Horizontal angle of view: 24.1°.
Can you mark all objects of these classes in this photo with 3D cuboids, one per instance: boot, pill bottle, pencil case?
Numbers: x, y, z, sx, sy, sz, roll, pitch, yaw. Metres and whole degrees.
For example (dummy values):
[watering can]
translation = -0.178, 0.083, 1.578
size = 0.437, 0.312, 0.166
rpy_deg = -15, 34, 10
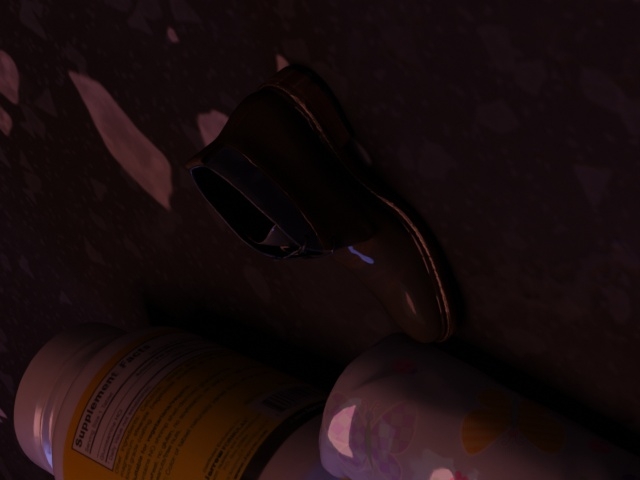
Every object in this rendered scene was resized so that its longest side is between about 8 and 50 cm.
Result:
[boot]
translation = 0.000, 0.000, 1.013
size = 0.219, 0.106, 0.082
rpy_deg = 55, 148, -6
[pill bottle]
translation = -0.099, 0.182, 1.241
size = 0.334, 0.188, 0.188
rpy_deg = 19, 136, 40
[pencil case]
translation = 0.126, 0.168, 1.017
size = 0.273, 0.113, 0.124
rpy_deg = 26, 130, 33
